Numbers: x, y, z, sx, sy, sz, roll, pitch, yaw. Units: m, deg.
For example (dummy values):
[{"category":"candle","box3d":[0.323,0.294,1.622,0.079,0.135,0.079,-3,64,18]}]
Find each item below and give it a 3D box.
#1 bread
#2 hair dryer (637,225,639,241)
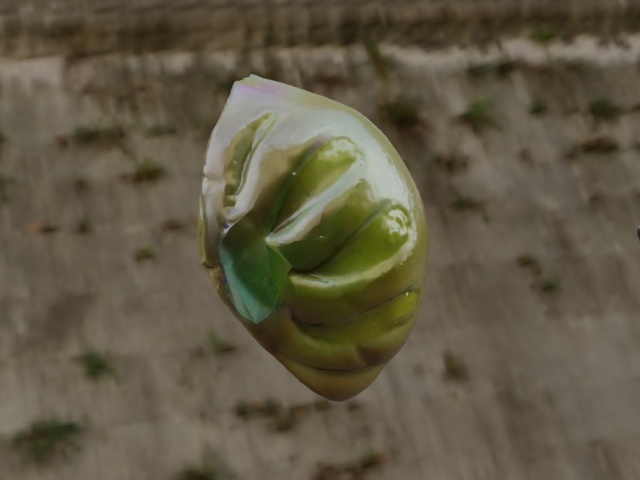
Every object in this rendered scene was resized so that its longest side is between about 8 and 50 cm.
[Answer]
[{"category":"bread","box3d":[-0.001,-0.014,1.524,0.156,0.261,0.158,-37,2,22]},{"category":"hair dryer","box3d":[0.291,0.093,1.033,0.312,0.123,0.340,32,-27,8]}]
